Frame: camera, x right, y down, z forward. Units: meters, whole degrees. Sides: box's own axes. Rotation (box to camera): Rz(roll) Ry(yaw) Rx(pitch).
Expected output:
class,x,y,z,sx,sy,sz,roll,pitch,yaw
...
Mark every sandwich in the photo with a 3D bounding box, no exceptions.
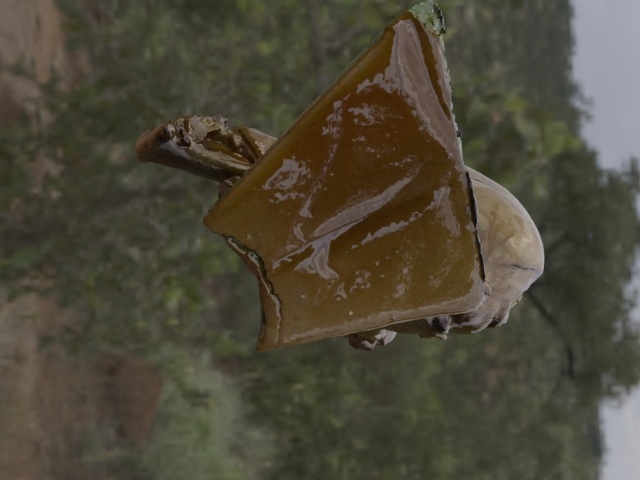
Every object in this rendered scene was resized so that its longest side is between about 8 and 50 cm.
class,x,y,z,sx,sy,sz,roll,pitch,yaw
sandwich,0.011,-0.047,1.130,0.063,0.212,0.245,-110,-171,-81

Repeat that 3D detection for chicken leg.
class,x,y,z,sx,sy,sz,roll,pitch,yaw
chicken leg,0.000,0.000,1.443,0.295,0.409,0.182,126,-19,-56
